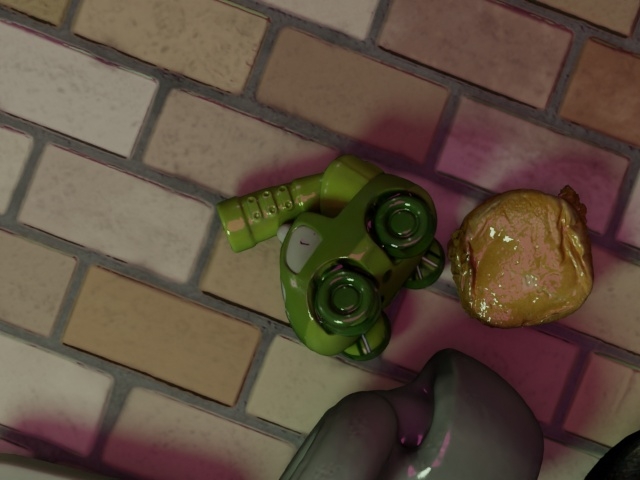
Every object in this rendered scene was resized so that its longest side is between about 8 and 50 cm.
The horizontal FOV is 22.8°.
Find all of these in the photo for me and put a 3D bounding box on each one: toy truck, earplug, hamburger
[{"bbox_3d":[0.021,-0.002,1.568,0.187,0.148,0.210,-36,69,-3],"label":"toy truck"},{"bbox_3d":[0.063,0.226,1.508,0.325,0.214,0.175,-23,76,-24],"label":"earplug"},{"bbox_3d":[0.203,0.017,1.593,0.147,0.083,0.138,-14,93,0],"label":"hamburger"}]

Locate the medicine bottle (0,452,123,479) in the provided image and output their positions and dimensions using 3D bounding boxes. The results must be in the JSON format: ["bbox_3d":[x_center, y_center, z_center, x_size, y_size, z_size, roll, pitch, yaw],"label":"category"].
[{"bbox_3d":[-0.211,0.327,1.562,0.324,0.124,0.179,13,89,1],"label":"medicine bottle"}]

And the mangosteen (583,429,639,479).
[{"bbox_3d":[0.379,0.313,1.497,0.330,0.330,0.330,0,89,-1],"label":"mangosteen"}]
